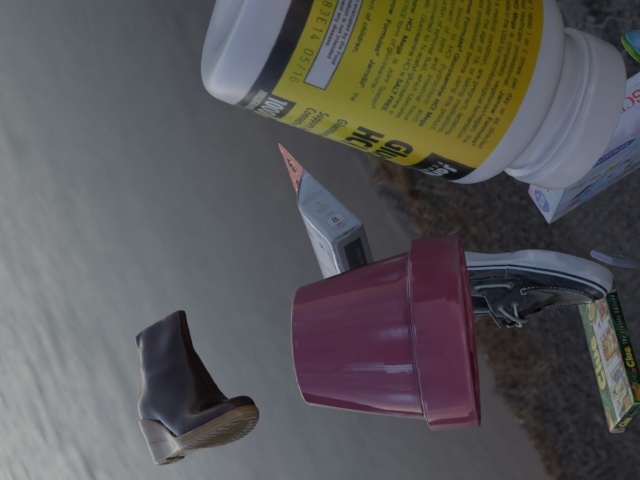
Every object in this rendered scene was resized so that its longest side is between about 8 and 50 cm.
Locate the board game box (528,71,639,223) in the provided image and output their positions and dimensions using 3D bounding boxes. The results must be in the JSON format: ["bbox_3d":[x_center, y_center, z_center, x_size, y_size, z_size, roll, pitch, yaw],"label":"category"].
[{"bbox_3d":[0.441,-0.162,1.346,0.066,0.318,0.318,58,180,13],"label":"board game box"}]

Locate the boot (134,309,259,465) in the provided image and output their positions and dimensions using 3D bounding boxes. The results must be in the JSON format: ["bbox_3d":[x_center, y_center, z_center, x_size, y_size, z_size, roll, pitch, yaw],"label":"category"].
[{"bbox_3d":[-0.190,0.196,1.414,0.248,0.090,0.207,-30,64,42],"label":"boot"}]

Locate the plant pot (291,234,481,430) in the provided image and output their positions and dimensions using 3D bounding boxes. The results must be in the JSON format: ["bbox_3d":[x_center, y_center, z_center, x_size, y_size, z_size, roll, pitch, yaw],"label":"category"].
[{"bbox_3d":[0.070,0.104,1.044,0.201,0.180,0.202,-7,-90,-79],"label":"plant pot"}]

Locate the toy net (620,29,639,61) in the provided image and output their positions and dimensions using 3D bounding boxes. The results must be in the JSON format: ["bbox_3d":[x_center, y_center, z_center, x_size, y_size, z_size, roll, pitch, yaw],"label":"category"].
[{"bbox_3d":[0.692,-0.334,1.962,0.045,0.122,0.232,-40,88,31],"label":"toy net"}]

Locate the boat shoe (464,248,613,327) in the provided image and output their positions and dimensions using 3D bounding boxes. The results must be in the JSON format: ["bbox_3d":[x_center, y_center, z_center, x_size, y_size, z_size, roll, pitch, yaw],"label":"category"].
[{"bbox_3d":[0.306,0.089,1.610,0.335,0.119,0.121,-1,153,35],"label":"boat shoe"}]

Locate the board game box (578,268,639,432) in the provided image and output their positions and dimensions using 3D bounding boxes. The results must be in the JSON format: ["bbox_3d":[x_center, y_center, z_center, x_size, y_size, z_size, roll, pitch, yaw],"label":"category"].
[{"bbox_3d":[0.515,0.196,1.756,0.136,0.030,0.260,92,174,-57],"label":"board game box"}]

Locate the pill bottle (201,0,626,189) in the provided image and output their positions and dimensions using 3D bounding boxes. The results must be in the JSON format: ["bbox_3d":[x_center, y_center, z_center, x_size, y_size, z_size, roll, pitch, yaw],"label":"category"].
[{"bbox_3d":[0.082,-0.159,0.845,0.188,0.333,0.188,-162,90,-73],"label":"pill bottle"}]

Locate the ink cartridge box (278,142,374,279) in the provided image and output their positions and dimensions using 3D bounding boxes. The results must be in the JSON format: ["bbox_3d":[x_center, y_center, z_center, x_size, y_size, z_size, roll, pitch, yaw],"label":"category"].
[{"bbox_3d":[0.000,0.000,1.335,0.232,0.066,0.189,41,158,44],"label":"ink cartridge box"}]

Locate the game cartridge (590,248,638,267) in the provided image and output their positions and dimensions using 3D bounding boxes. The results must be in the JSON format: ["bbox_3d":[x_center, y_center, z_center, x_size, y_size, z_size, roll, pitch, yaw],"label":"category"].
[{"bbox_3d":[0.522,0.033,1.744,0.056,0.083,0.017,33,110,46],"label":"game cartridge"}]
